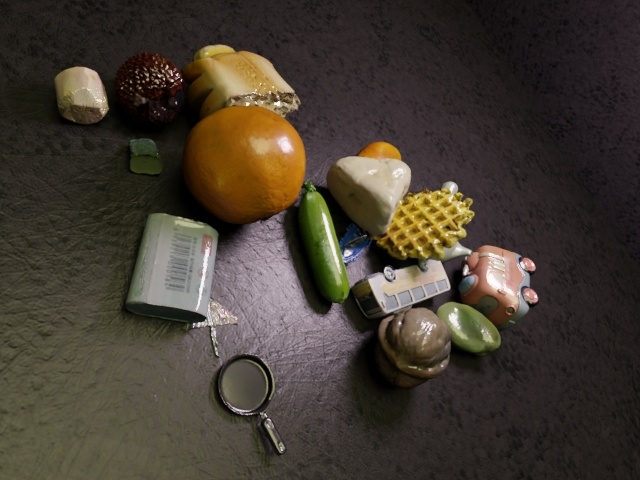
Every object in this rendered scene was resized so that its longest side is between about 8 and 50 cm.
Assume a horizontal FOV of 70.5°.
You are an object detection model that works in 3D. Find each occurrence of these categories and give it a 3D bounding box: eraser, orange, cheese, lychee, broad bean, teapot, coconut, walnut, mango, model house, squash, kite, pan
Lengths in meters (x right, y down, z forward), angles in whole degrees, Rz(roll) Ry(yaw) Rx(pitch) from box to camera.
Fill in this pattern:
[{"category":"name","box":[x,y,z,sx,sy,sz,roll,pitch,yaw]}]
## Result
[{"category":"eraser","box":[-0.330,0.060,1.028,0.174,0.081,0.226,14,56,-21]},{"category":"orange","box":[-0.187,-0.187,1.135,0.313,0.312,0.311,17,54,-26]},{"category":"cheese","box":[0.149,-0.170,1.417,0.248,0.173,0.251,29,54,15]},{"category":"lychee","box":[-0.442,-0.391,1.173,0.188,0.188,0.187,17,54,-26]},{"category":"broad bean","box":[0.468,0.278,1.439,0.228,0.100,0.169,19,46,-23]},{"category":"teapot","box":[0.387,-0.069,1.562,0.220,0.149,0.317,13,57,-30]},{"category":"coconut","box":[-0.577,-0.355,1.094,0.116,0.116,0.122,-6,71,-37]},{"category":"walnut","box":[0.242,0.282,1.205,0.225,0.224,0.224,17,54,-26]},{"category":"mango","box":[0.205,-0.264,1.575,0.252,0.126,0.153,-31,90,-46]},{"category":"model house","box":[-0.442,-0.216,1.146,0.079,0.066,0.083,-3,46,-24]},{"category":"squash","box":[0.000,0.000,1.285,0.102,0.101,0.378,0,67,-35]},{"category":"kite","box":[-0.250,0.194,1.050,0.139,0.011,0.156,-1,63,-33]},{"category":"pan","box":[-0.143,0.364,1.003,0.136,0.028,0.235,-17,70,-40]}]

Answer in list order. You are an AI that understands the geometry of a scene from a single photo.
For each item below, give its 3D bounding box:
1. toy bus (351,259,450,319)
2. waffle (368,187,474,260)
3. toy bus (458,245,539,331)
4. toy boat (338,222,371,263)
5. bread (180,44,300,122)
[{"category":"toy bus","box":[0.250,0.140,1.376,0.343,0.097,0.137,-12,77,-40]},{"category":"waffle","box":[0.315,-0.061,1.428,0.311,0.308,0.060,-49,138,-27]},{"category":"toy bus","box":[0.586,0.148,1.545,0.232,0.194,0.287,28,50,-7]},{"category":"toy boat","box":[0.101,0.006,1.343,0.091,0.110,0.175,41,49,-3]},{"category":"bread","box":[-0.253,-0.421,1.308,0.270,0.211,0.316,49,38,11]}]
